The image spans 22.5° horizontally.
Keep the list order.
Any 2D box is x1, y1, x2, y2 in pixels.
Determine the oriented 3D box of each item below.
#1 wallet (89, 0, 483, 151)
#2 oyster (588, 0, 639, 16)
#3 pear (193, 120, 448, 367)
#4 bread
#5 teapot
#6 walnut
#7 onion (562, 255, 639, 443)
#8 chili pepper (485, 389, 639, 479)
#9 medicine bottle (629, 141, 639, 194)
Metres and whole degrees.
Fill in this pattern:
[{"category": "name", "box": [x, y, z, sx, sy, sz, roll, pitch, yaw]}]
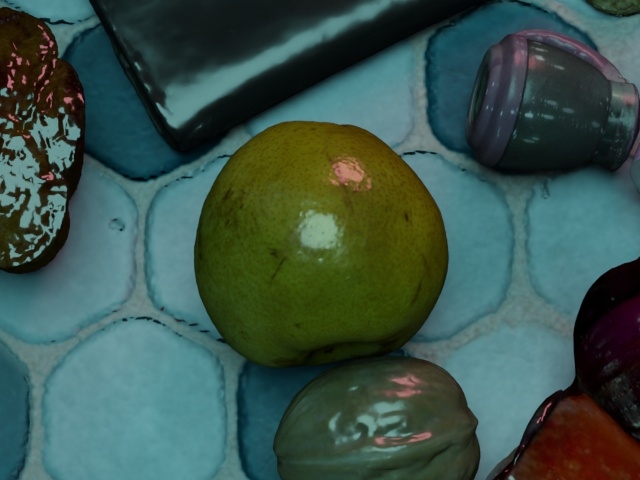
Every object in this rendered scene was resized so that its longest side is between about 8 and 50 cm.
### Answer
[{"category": "wallet", "box": [-0.004, -0.260, 1.478, 0.406, 0.062, 0.228, -27, 72, -9]}, {"category": "oyster", "box": [0.281, -0.245, 1.477, 0.081, 0.038, 0.083, 32, 76, 14]}, {"category": "pear", "box": [0.000, 0.000, 1.314, 0.209, 0.209, 0.208, 0, 71, 1]}, {"category": "bread", "box": [-0.310, -0.082, 1.381, 0.232, 0.135, 0.246, 0, 71, 2]}, {"category": "teapot", "box": [0.206, -0.115, 1.411, 0.146, 0.148, 0.116, 13, 107, -5]}, {"category": "walnut", "box": [0.046, 0.163, 1.289, 0.162, 0.140, 0.140, -11, 70, 12]}, {"category": "onion", "box": [0.269, 0.117, 1.287, 0.218, 0.195, 0.139, -34, 56, 23]}, {"category": "chili pepper", "box": [0.209, 0.296, 1.192, 0.305, 0.229, 0.251, 43, 58, 15]}, {"category": "medicine bottle", "box": [0.372, -0.141, 1.379, 0.152, 0.152, 0.254, 24, 72, 9]}]
